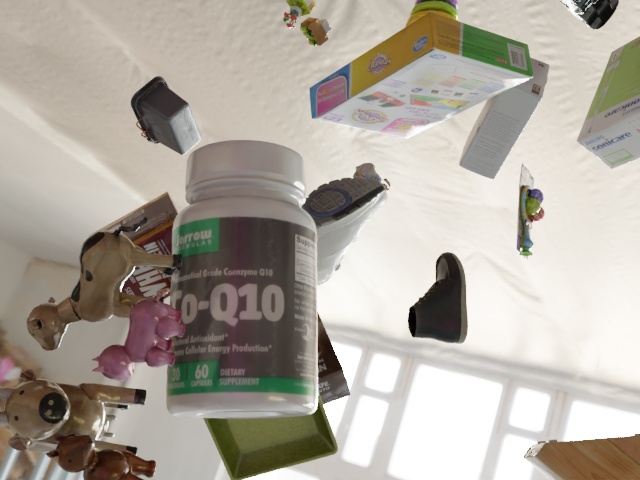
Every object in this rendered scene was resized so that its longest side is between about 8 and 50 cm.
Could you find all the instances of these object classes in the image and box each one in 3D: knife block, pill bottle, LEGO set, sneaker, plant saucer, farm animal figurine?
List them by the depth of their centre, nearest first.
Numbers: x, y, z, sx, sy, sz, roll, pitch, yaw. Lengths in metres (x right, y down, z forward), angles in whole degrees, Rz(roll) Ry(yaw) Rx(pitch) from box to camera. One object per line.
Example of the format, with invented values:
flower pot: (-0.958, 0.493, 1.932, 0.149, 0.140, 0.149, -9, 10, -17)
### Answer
farm animal figurine: (-0.287, 0.174, 0.957, 0.172, 0.330, 0.326, 14, -36, -21)
pill bottle: (-0.105, 0.059, 1.148, 0.204, 0.360, 0.204, -1, -16, 0)
knife block: (0.473, 0.423, 1.283, 0.276, 0.241, 0.088, -4, -16, -2)
plant saucer: (-0.084, 0.287, 1.351, 0.189, 0.045, 0.188, -16, -64, 3)
LEGO set: (-0.053, -0.451, 1.456, 0.132, 0.107, 0.287, 22, -36, 13)
sneaker: (0.000, 0.000, 1.480, 0.129, 0.297, 0.111, 51, 2, -39)
sneaker: (0.484, -0.539, 1.637, 0.146, 0.122, 0.330, 46, 6, 28)
sneaker: (0.246, 0.113, 1.782, 0.118, 0.222, 0.083, 7, -37, -11)

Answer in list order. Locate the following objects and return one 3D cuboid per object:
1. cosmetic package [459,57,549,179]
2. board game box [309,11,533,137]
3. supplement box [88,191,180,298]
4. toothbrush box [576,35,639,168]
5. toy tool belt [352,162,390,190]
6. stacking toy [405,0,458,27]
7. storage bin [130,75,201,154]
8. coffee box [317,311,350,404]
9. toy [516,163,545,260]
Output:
cosmetic package: (0.360, -0.243, 1.639, 0.086, 0.117, 0.231, 22, -43, 2)
board game box: (0.169, -0.276, 1.457, 0.242, 0.064, 0.317, 6, -17, -38)
supplement box: (-0.343, 0.025, 1.661, 0.129, 0.191, 0.194, 63, -6, -26)
toothbrush box: (0.719, -0.326, 1.843, 0.122, 0.283, 0.206, 35, -25, -14)
toy tool belt: (0.099, -0.111, 1.648, 0.052, 0.051, 0.083, -23, -56, 39)
stacking toy: (0.273, -0.538, 2.000, 0.166, 0.301, 0.175, 19, -18, -42)
storage bin: (-0.289, -0.225, 1.571, 0.091, 0.098, 0.135, 34, -23, 28)
coffee box: (-0.043, 0.244, 1.825, 0.141, 0.246, 0.098, -20, -46, -6)
toy: (0.566, -0.073, 2.217, 0.056, 0.237, 0.137, 4, -13, 28)
